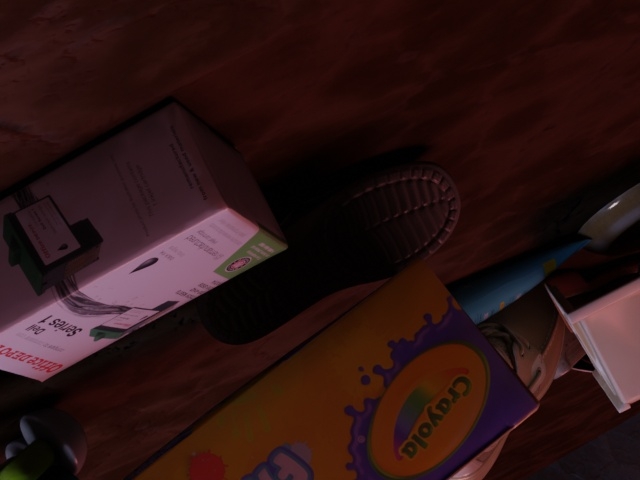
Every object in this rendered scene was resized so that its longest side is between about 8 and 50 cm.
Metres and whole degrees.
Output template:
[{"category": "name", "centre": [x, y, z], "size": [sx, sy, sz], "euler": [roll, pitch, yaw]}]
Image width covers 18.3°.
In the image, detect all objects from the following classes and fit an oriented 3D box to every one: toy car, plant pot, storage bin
[{"category": "toy car", "centre": [-0.279, 0.261, 1.897], "size": [0.159, 0.136, 0.182], "euler": [-42, 174, -31]}, {"category": "plant pot", "centre": [0.404, -0.042, 2.274], "size": [0.236, 0.032, 0.236], "euler": [-25, 164, -8]}, {"category": "storage bin", "centre": [0.396, 0.053, 2.157], "size": [0.262, 0.123, 0.260], "euler": [-28, -174, 4]}]

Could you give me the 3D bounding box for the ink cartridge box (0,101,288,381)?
[{"category": "ink cartridge box", "centre": [-0.155, 0.007, 1.414], "size": [0.219, 0.093, 0.160], "euler": [-29, 164, 8]}]

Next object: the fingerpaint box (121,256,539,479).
[{"category": "fingerpaint box", "centre": [-0.062, 0.223, 1.682], "size": [0.445, 0.163, 0.371], "euler": [-38, 177, -7]}]

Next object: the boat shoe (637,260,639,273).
[{"category": "boat shoe", "centre": [0.535, -0.015, 2.377], "size": [0.320, 0.103, 0.118], "euler": [-28, -171, -1]}]

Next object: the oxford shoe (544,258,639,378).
[{"category": "oxford shoe", "centre": [0.355, 0.108, 2.490], "size": [0.348, 0.130, 0.123], "euler": [-10, 157, -46]}]

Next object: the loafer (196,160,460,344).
[{"category": "loafer", "centre": [0.000, 0.000, 1.693], "size": [0.251, 0.094, 0.087], "euler": [-25, -161, -12]}]

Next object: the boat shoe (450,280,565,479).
[{"category": "boat shoe", "centre": [0.200, 0.144, 2.243], "size": [0.302, 0.109, 0.098], "euler": [-55, 161, -34]}]

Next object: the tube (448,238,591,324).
[{"category": "tube", "centre": [0.208, 0.050, 2.239], "size": [0.207, 0.052, 0.080], "euler": [-26, 177, -21]}]
